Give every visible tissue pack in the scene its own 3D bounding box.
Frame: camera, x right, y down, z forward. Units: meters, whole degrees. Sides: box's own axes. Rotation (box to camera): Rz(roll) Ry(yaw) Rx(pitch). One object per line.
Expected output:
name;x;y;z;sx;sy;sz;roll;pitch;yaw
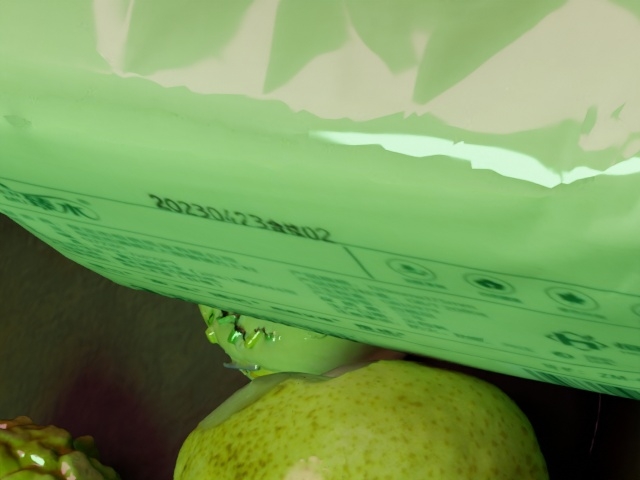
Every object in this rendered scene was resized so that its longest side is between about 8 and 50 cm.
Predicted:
tissue pack;0.035;-0.073;0.721;0.380;0.297;0.207;11;76;24

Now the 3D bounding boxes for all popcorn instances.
popcorn;-0.170;0.155;0.970;0.121;0.106;0.116;-19;55;-17

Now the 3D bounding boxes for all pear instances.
pear;0.021;0.126;0.789;0.178;0.178;0.178;-18;58;32

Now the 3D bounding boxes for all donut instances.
donut;0.000;0.000;0.930;0.175;0.068;0.174;-17;60;33
